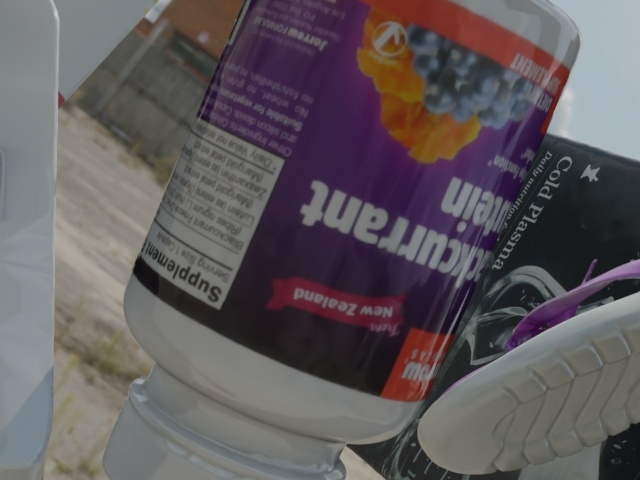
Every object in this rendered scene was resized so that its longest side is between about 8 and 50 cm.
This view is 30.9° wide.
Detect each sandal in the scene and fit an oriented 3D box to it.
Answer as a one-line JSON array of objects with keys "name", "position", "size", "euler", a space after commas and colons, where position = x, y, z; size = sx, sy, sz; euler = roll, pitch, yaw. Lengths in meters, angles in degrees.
[{"name": "sandal", "position": [0.252, 0.063, 0.926], "size": [0.102, 0.416, 0.169], "euler": [57, -16, 39]}]

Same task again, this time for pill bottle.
[{"name": "pill bottle", "position": [0.000, 0.000, 0.385], "size": [0.108, 0.193, 0.108], "euler": [23, 6, -2]}]

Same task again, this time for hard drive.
[{"name": "hard drive", "position": [-0.150, 0.080, 0.509], "size": [0.040, 0.318, 0.210], "euler": [4, 51, -16]}]

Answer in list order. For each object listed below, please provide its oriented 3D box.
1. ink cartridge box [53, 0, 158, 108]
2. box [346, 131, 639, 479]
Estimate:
[{"name": "ink cartridge box", "position": [-0.268, -0.224, 1.031], "size": [0.160, 0.384, 0.279], "euler": [48, -28, -22]}, {"name": "box", "position": [0.352, 0.179, 1.341], "size": [0.297, 0.480, 0.472], "euler": [32, -2, -35]}]
